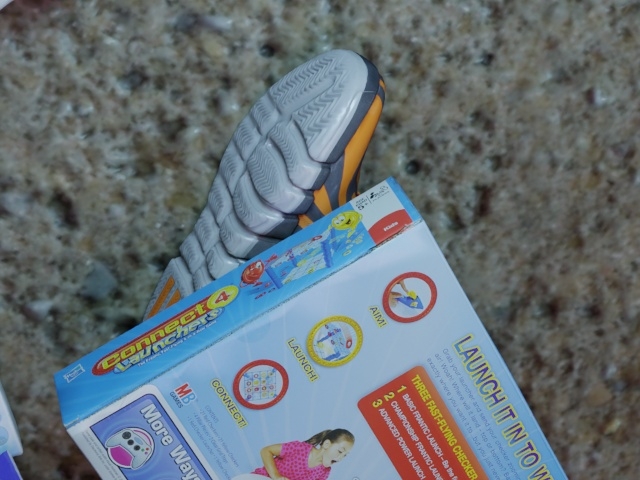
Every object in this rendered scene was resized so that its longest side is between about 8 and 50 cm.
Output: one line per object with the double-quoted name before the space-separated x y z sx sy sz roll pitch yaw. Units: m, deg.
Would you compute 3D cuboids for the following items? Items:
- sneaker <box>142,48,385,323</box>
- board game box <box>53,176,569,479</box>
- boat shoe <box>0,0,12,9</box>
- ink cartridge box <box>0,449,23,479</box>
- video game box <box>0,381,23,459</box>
"sneaker" 0.000 0.000 1.529 0.180 0.125 0.321 19 120 -27
"board game box" 0.003 0.157 1.470 0.302 0.086 0.308 -30 118 0
"boat shoe" -0.204 -0.219 1.368 0.277 0.098 0.096 -31 121 12
"ink cartridge box" -0.292 0.307 1.532 0.208 0.206 0.045 -36 162 21
"video game box" -0.356 0.109 1.515 0.187 0.048 0.205 -17 119 -5
